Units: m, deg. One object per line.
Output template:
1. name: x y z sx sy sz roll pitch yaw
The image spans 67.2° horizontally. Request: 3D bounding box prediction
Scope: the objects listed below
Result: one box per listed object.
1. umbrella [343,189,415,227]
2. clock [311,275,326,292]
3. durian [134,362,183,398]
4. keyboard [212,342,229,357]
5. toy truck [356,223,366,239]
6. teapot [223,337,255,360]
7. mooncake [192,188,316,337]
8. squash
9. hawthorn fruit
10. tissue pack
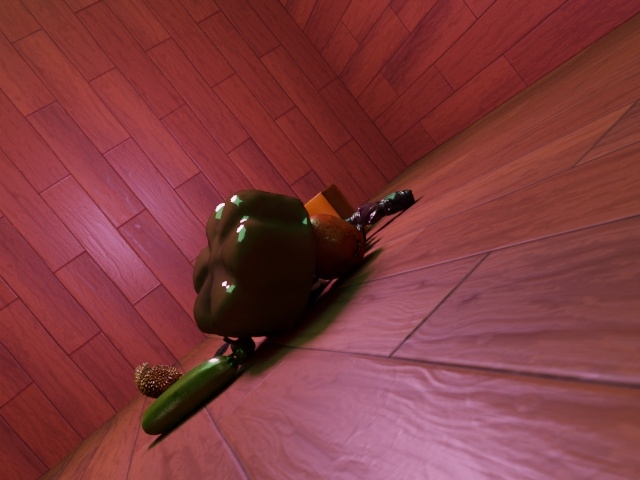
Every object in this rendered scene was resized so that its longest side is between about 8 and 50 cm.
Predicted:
1. umbrella: 0.226 -0.120 1.961 0.325 0.094 0.090 -23 -22 7
2. clock: -0.070 0.166 1.717 0.195 0.100 0.194 -47 -3 38
3. durian: -0.717 0.638 2.153 0.193 0.138 0.237 -28 -34 31
4. keyboard: -0.433 0.479 2.111 0.074 0.015 0.196 -38 4 -1
5. toy truck: 0.109 0.001 1.835 0.136 0.111 0.286 -7 -1 8
6. teapot: -0.254 0.331 1.497 0.080 0.110 0.085 -35 38 2
7. mooncake: -0.215 0.073 1.466 0.262 0.468 0.467 10 -24 -28
8. squash: -0.368 0.431 1.384 0.378 0.101 0.101 -37 4 7
9. hawthorn fruit: 0.000 0.000 1.573 0.211 0.299 0.211 -52 -3 -4
10. tissue pack: 0.063 -0.094 2.211 0.194 0.275 0.145 -34 5 44
